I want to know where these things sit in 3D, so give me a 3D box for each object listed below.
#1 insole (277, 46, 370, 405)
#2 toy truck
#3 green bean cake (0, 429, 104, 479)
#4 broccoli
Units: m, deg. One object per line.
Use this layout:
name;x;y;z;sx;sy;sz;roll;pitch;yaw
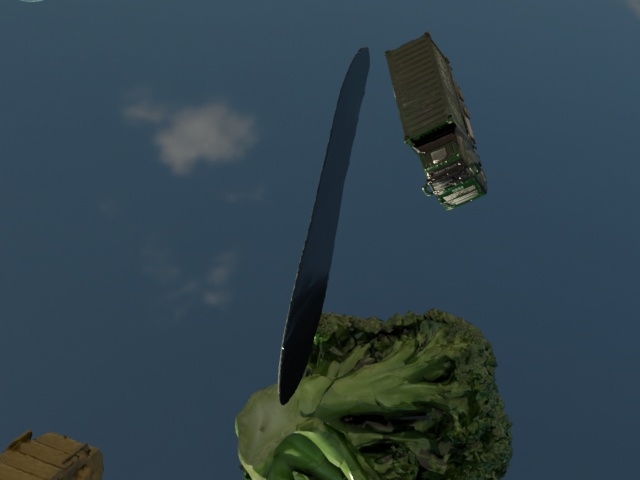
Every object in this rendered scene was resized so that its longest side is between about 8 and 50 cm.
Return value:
insole;-0.001;0.000;0.656;0.003;0.232;0.080;18;-150;12
toy truck;0.178;-0.178;1.741;0.088;0.121;0.259;-24;-129;19
green bean cake;-0.399;0.400;1.608;0.131;0.224;0.230;10;-161;25
broccoli;0.040;0.195;1.093;0.308;0.275;0.308;-18;-124;28
